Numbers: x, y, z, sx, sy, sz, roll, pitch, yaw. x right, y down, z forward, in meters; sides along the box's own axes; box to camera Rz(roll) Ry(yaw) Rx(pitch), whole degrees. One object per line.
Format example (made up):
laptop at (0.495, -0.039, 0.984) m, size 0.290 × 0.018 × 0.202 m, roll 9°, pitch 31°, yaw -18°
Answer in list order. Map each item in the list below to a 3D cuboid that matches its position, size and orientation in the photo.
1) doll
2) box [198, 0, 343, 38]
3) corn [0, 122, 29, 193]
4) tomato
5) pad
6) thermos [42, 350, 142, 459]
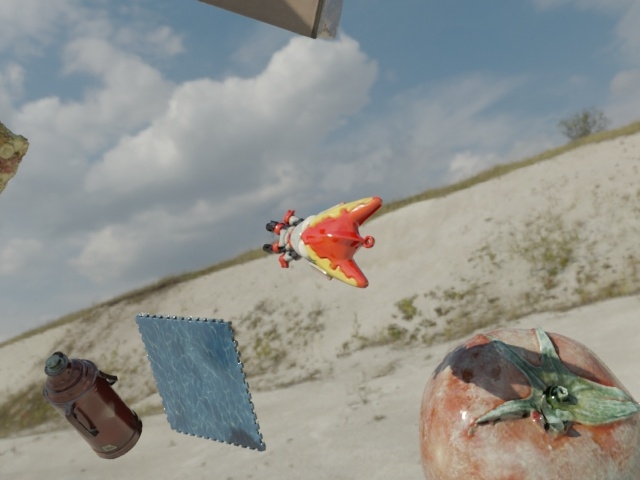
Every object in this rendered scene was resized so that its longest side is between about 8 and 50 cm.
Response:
doll at (0.000, 0.000, 0.779) m, size 0.057 × 0.109 × 0.169 m, roll 19°, pitch -13°, yaw -42°
box at (-0.081, -0.444, 1.004) m, size 0.252 × 0.188 × 0.153 m, roll 19°, pitch 23°, yaw 11°
corn at (-0.325, -0.013, 0.512) m, size 0.237 × 0.079 × 0.079 m, roll -41°, pitch -21°, yaw 12°
tomato at (0.289, 0.276, 0.883) m, size 0.317 × 0.316 × 0.282 m, roll -6°, pitch -42°, yaw -18°
pad at (-0.230, 0.263, 1.183) m, size 0.269 × 0.269 × 0.012 m, roll -4°, pitch 16°, yaw 37°
thermos at (-0.390, 0.272, 1.054) m, size 0.099 × 0.124 × 0.232 m, roll -18°, pitch -48°, yaw 0°
